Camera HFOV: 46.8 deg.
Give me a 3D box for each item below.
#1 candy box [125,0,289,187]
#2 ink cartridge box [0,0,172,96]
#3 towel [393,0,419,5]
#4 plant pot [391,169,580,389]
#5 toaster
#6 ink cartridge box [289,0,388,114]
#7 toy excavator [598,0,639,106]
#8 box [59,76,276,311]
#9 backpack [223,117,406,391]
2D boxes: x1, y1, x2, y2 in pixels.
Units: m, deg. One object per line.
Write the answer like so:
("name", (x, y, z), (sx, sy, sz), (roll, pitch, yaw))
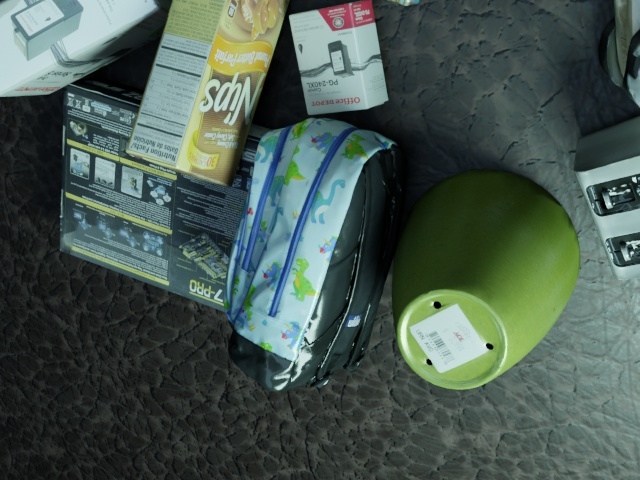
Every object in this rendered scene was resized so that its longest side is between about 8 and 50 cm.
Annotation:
("candy box", (-0.147, -0.245, 1.034), (0.088, 0.183, 0.316), (17, 91, 17))
("ink cartridge box", (-0.356, -0.322, 1.096), (0.273, 0.198, 0.114), (-25, 100, 8))
("towel", (0.022, -0.502, 0.949), (0.272, 0.040, 0.370), (17, 134, 16))
("plant pot", (0.208, 0.074, 1.019), (0.275, 0.293, 0.274), (8, 113, 19))
("toaster", (0.411, -0.064, 0.961), (0.110, 0.185, 0.168), (-16, 111, 29))
("ink cartridge box", (0.027, -0.264, 1.080), (0.109, 0.063, 0.150), (0, 110, 34))
("toy excavator", (0.559, -0.230, 0.826), (0.445, 0.222, 0.432), (-7, 109, 15))
("box", (-0.256, -0.074, 1.255), (0.395, 0.097, 0.318), (18, 114, 17))
("backpack", (0.000, 0.000, 1.092), (0.273, 0.290, 0.355), (36, 113, 23))
